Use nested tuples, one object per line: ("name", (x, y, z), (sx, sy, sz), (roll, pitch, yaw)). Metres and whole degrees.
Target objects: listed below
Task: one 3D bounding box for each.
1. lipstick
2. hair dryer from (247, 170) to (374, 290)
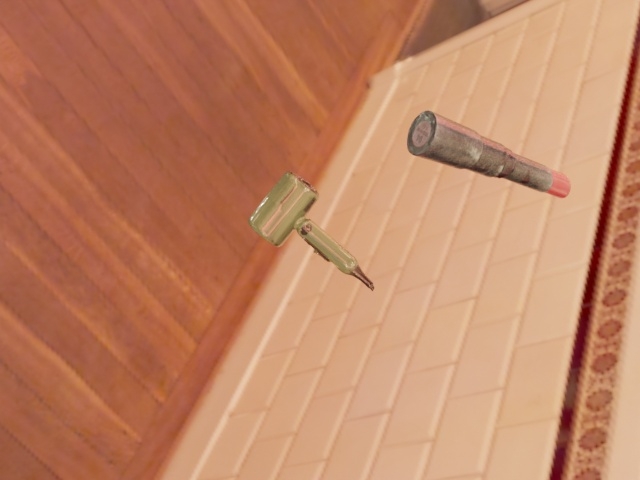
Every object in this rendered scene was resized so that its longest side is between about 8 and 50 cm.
("lipstick", (0.210, -0.092, 1.154), (0.234, 0.053, 0.054), (17, 60, -29))
("hair dryer", (0.000, 0.000, 0.996), (0.150, 0.071, 0.047), (41, 8, 15))
